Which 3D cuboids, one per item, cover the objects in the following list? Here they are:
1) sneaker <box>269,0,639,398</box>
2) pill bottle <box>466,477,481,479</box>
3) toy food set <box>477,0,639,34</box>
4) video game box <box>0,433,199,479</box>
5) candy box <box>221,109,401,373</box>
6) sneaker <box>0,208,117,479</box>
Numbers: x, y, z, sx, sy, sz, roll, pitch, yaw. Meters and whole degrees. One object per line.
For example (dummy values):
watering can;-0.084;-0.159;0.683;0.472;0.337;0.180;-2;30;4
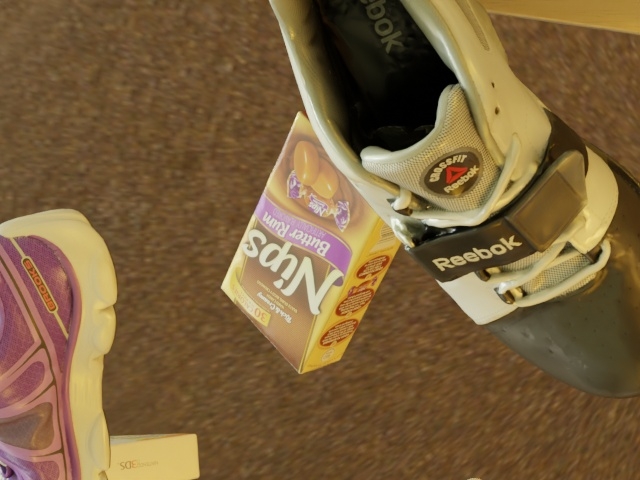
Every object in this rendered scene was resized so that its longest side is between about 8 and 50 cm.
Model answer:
sneaker;0.071;-0.031;0.863;0.122;0.146;0.330;-35;102;21
pill bottle;0.177;0.321;1.842;0.067;0.067;0.120;-39;63;11
toy food set;0.128;-0.237;1.042;0.306;0.092;0.220;6;90;-15
video game box;-0.240;0.200;1.508;0.187;0.205;0.048;-4;87;30
candy box;0.000;0.000;1.344;0.109;0.053;0.187;45;130;27
sneaker;-0.127;0.062;0.705;0.071;0.068;0.170;-8;122;-23
